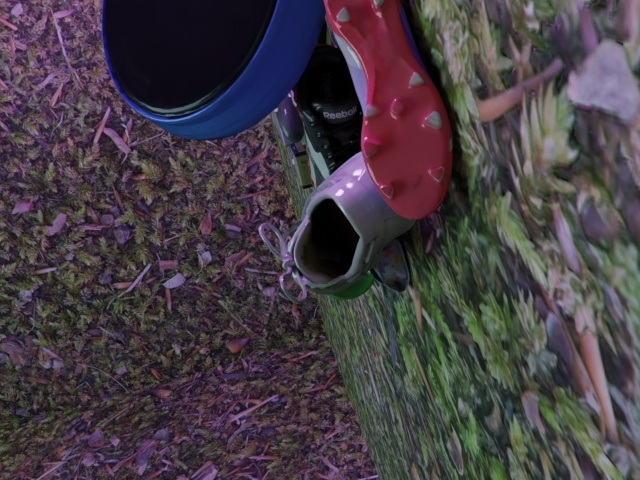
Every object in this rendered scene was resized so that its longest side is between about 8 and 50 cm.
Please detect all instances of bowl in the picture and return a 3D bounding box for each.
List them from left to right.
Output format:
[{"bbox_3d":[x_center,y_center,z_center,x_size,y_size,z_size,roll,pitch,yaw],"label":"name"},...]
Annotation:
[{"bbox_3d":[-0.163,-0.336,0.841,0.077,0.391,0.391,4,-115,-54],"label":"bowl"}]

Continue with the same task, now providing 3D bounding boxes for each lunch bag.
[{"bbox_3d":[0.094,0.031,0.886,0.071,0.053,0.083,-117,4,-68],"label":"lunch bag"}]

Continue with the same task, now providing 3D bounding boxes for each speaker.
[{"bbox_3d":[0.028,0.028,1.209,0.296,0.131,0.131,-129,24,-78],"label":"speaker"}]

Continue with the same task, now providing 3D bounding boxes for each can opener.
[{"bbox_3d":[-0.053,-0.311,1.254,0.093,0.074,0.280,23,-140,-42],"label":"can opener"}]

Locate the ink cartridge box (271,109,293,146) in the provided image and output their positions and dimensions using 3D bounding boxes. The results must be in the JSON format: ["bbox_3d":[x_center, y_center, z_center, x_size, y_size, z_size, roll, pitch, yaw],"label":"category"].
[{"bbox_3d":[-0.090,-0.348,1.644,0.175,0.072,0.127,-113,8,-57],"label":"ink cartridge box"}]

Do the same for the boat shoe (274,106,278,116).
[{"bbox_3d":[-0.067,-0.325,1.414,0.233,0.084,0.079,-137,49,-75],"label":"boat shoe"}]

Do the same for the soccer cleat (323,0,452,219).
[{"bbox_3d":[0.066,-0.141,0.567,0.248,0.083,0.095,72,-162,3],"label":"soccer cleat"}]

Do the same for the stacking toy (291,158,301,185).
[{"bbox_3d":[-0.063,-0.241,1.833,0.221,0.052,0.166,-173,68,-86],"label":"stacking toy"}]

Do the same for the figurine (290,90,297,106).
[{"bbox_3d":[-0.101,-0.337,1.171,0.092,0.215,0.209,-51,51,50],"label":"figurine"}]

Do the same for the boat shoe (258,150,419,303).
[{"bbox_3d":[0.006,0.007,0.737,0.135,0.156,0.367,54,160,1],"label":"boat shoe"}]

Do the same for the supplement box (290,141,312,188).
[{"bbox_3d":[-0.011,-0.163,1.265,0.056,0.083,0.083,-114,9,-58],"label":"supplement box"}]

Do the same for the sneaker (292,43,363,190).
[{"bbox_3d":[0.026,-0.137,0.833,0.135,0.098,0.276,-126,22,-83],"label":"sneaker"}]

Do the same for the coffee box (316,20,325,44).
[{"bbox_3d":[-0.122,-0.328,1.018,0.141,0.247,0.098,88,164,-73],"label":"coffee box"}]
